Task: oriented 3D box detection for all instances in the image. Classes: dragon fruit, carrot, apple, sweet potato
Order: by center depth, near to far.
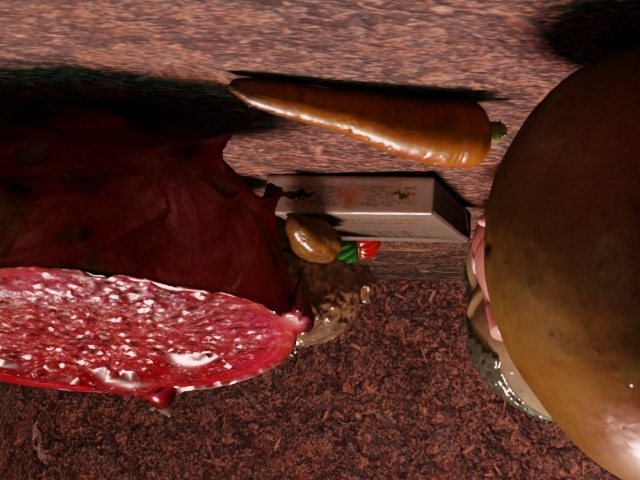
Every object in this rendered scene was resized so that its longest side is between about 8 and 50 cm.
[{"bbox_3d":[0.274,0.026,1.010,0.338,0.339,0.305,2,174,-17],"label":"apple"},{"bbox_3d":[0.039,-0.098,1.192,0.256,0.061,0.061,6,173,-24],"label":"carrot"},{"bbox_3d":[-0.196,0.002,1.345,0.386,0.249,0.371,-4,158,9],"label":"dragon fruit"},{"bbox_3d":[0.000,0.002,1.748,0.054,0.053,0.182,-4,173,12],"label":"sweet potato"}]

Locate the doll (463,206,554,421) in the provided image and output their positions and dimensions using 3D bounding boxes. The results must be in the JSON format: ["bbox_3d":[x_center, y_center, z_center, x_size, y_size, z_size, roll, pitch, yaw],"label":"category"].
[{"bbox_3d":[0.295,0.078,1.905,0.247,0.247,0.349,1,-156,-5],"label":"doll"}]

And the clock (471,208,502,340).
[{"bbox_3d":[0.283,-0.006,1.660,0.227,0.142,0.241,-11,150,6],"label":"clock"}]

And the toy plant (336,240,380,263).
[{"bbox_3d":[-0.006,0.032,2.240,0.240,0.088,0.154,-37,151,5],"label":"toy plant"}]

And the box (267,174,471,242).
[{"bbox_3d":[0.073,-0.037,1.866,0.204,0.051,0.365,1,174,13],"label":"box"}]

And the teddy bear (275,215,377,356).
[{"bbox_3d":[-0.072,0.083,1.987,0.246,0.222,0.296,-8,152,-40],"label":"teddy bear"}]
